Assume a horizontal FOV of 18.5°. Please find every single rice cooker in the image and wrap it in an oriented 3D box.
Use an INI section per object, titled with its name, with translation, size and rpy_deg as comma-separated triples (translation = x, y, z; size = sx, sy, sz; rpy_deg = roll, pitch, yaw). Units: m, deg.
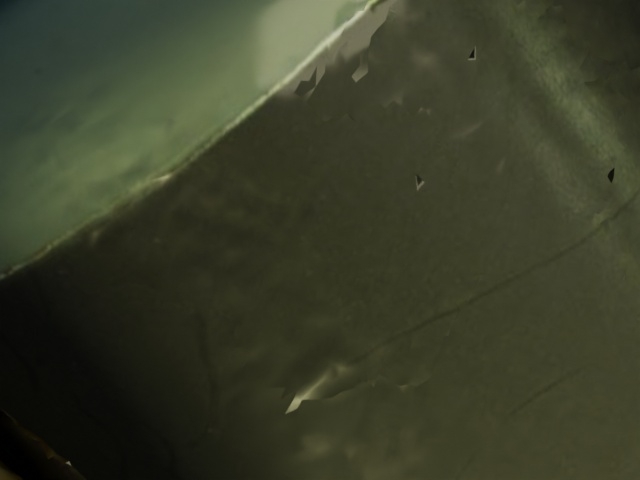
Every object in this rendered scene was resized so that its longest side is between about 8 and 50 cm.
[rice cooker]
translation = 0.000, 0.003, 0.535
size = 0.277, 0.288, 0.288
rpy_deg = 52, 59, -25

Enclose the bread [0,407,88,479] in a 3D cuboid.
[bread]
translation = -0.150, 0.163, 0.419
size = 0.277, 0.324, 0.167
rpy_deg = 50, 16, -33
